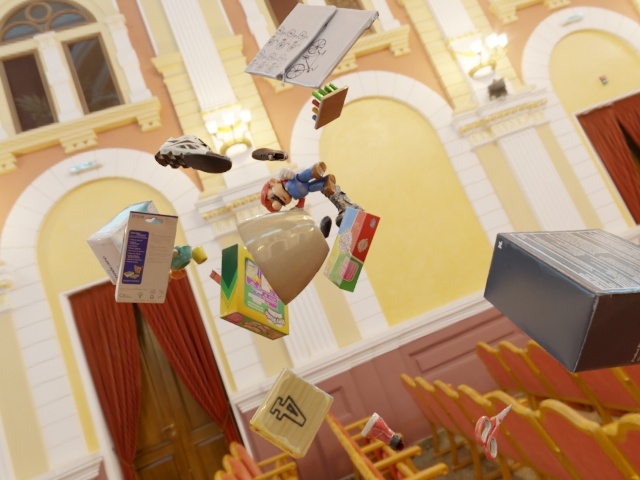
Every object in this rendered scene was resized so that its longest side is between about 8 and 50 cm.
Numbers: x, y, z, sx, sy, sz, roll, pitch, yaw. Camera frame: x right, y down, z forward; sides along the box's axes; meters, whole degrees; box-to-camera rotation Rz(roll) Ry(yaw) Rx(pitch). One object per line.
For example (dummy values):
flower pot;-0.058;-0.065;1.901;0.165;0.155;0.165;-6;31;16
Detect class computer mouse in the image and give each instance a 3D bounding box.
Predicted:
computer mouse;0.000;0.000;2.083;0.041;0.242;0.071;7;9;-41

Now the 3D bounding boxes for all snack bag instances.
snack bag;-0.036;-0.601;1.371;0.323;0.342;0.037;-53;-38;-10

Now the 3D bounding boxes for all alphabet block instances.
alphabet block;-0.096;0.553;1.434;0.197;0.193;0.192;-57;-8;-27

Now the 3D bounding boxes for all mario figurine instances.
mario figurine;-0.103;-0.172;1.690;0.320;0.198;0.170;-16;6;36

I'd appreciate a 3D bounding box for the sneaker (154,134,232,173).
sneaker;-0.492;-0.361;1.794;0.330;0.146;0.122;11;-28;14

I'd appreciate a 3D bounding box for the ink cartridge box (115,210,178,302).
ink cartridge box;-0.606;0.056;1.565;0.165;0.333;0.065;8;15;-30

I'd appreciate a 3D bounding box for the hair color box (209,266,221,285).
hair color box;-0.419;0.178;2.009;0.043;0.141;0.072;-59;-16;20

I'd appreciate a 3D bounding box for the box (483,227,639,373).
box;0.564;0.109;0.952;0.293;0.183;0.296;-1;23;-15

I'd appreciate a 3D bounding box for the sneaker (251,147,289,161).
sneaker;-0.248;-0.417;2.181;0.188;0.066;0.071;0;16;3

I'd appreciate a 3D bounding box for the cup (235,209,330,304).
cup;-0.109;0.025;1.570;0.236;0.331;0.331;-32;-9;-5

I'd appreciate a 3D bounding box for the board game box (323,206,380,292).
board game box;0.122;0.029;1.852;0.064;0.317;0.242;18;3;-18

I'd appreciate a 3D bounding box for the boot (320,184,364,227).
boot;0.082;-0.182;2.239;0.263;0.229;0.091;-27;-23;-55

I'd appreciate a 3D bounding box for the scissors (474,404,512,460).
scissors;0.528;0.535;1.351;0.021;0.109;0.297;-27;0;39

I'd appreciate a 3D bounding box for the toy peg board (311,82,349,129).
toy peg board;0.023;-0.578;1.898;0.161;0.079;0.161;-37;-20;-32

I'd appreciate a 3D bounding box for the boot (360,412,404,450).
boot;0.270;0.846;1.928;0.088;0.176;0.244;-44;-21;-25

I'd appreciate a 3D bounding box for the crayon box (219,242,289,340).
crayon box;-0.280;0.230;1.949;0.106;0.313;0.363;-20;-34;24

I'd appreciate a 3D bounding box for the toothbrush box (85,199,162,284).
toothbrush box;-0.754;0.004;1.807;0.126;0.217;0.296;-7;29;21

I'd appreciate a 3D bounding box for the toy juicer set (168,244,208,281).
toy juicer set;-0.604;0.089;1.813;0.209;0.090;0.329;-38;-8;4
